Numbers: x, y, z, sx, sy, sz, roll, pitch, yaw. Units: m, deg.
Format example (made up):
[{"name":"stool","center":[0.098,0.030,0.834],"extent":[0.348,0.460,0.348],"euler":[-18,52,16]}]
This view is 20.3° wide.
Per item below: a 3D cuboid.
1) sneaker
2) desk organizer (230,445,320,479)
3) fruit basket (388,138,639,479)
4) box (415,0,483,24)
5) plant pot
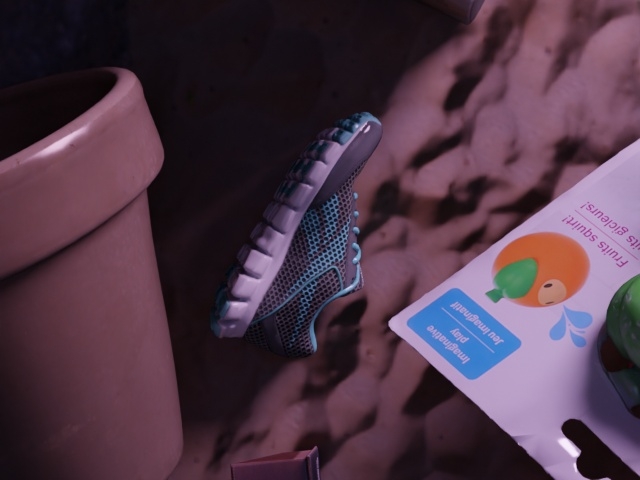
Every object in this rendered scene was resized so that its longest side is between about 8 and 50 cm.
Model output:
[{"name":"sneaker","center":[0.000,0.000,1.109],"extent":[0.076,0.065,0.166],"euler":[30,95,-13]},{"name":"desk organizer","center":[-0.023,0.197,1.109],"extent":[0.050,0.047,0.130],"euler":[-5,90,6]},{"name":"fruit basket","center":[0.266,0.027,0.962],"extent":[0.353,0.165,0.327],"euler":[-31,49,-19]},{"name":"box","center":[-0.023,-0.251,1.060],"extent":[0.311,0.148,0.121],"euler":[25,92,4]},{"name":"plant pot","center":[-0.189,0.051,1.040],"extent":[0.263,0.263,0.229],"euler":[-19,108,3]}]
